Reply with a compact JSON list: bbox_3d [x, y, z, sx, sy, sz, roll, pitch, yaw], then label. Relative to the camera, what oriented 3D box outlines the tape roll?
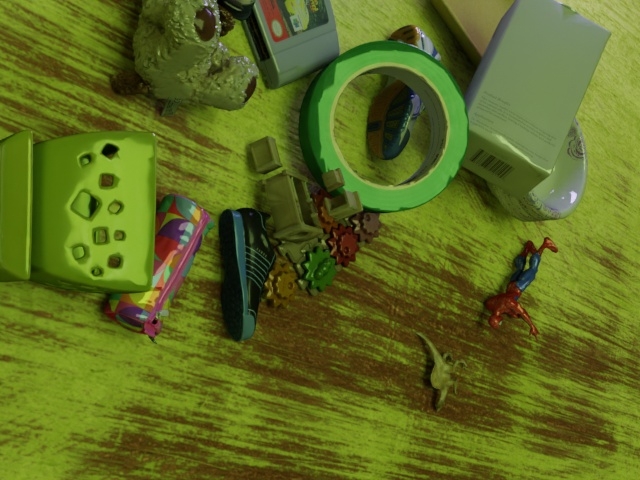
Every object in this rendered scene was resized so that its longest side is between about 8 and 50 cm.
[{"bbox_3d":[0.120,-0.213,1.694,0.321,0.077,0.321,0,90,-16],"label":"tape roll"}]

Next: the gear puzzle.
[{"bbox_3d":[0.000,0.000,1.695,0.339,0.044,0.175,-44,116,-34],"label":"gear puzzle"}]

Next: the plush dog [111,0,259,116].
[{"bbox_3d":[-0.230,-0.348,1.453,0.262,0.210,0.226,50,37,-61],"label":"plush dog"}]

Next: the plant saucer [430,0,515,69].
[{"bbox_3d":[0.385,-0.546,2.054,0.333,0.081,0.333,48,58,-30],"label":"plant saucer"}]

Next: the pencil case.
[{"bbox_3d":[-0.254,0.043,1.430,0.104,0.104,0.236,37,63,-34],"label":"pencil case"}]

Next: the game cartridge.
[{"bbox_3d":[-0.070,-0.448,1.659,0.196,0.060,0.294,-34,110,-42],"label":"game cartridge"}]

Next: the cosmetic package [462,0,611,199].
[{"bbox_3d":[0.429,-0.314,1.878,0.217,0.156,0.385,30,69,-3],"label":"cosmetic package"}]

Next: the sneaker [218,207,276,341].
[{"bbox_3d":[-0.120,0.058,1.559,0.090,0.081,0.232,0,86,-35],"label":"sneaker"}]

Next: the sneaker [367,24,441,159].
[{"bbox_3d":[0.189,-0.292,1.842,0.131,0.111,0.297,28,72,-42],"label":"sneaker"}]

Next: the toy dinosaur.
[{"bbox_3d":[0.263,0.273,1.908,0.092,0.053,0.183,-18,100,-40],"label":"toy dinosaur"}]

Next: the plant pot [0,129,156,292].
[{"bbox_3d":[-0.370,-0.039,1.255,0.207,0.227,0.228,2,87,-35],"label":"plant pot"}]

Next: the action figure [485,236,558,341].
[{"bbox_3d":[0.479,0.130,2.084,0.280,0.091,0.139,-45,107,-34],"label":"action figure"}]

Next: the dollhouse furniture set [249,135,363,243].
[{"bbox_3d":[-0.015,-0.109,1.597,0.101,0.160,0.182,16,56,-64],"label":"dollhouse furniture set"}]

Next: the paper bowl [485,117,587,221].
[{"bbox_3d":[0.485,-0.185,2.074,0.284,0.148,0.284,4,85,-41],"label":"paper bowl"}]

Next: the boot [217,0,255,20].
[{"bbox_3d":[-0.194,-0.456,1.543,0.190,0.086,0.069,40,67,-1],"label":"boot"}]
